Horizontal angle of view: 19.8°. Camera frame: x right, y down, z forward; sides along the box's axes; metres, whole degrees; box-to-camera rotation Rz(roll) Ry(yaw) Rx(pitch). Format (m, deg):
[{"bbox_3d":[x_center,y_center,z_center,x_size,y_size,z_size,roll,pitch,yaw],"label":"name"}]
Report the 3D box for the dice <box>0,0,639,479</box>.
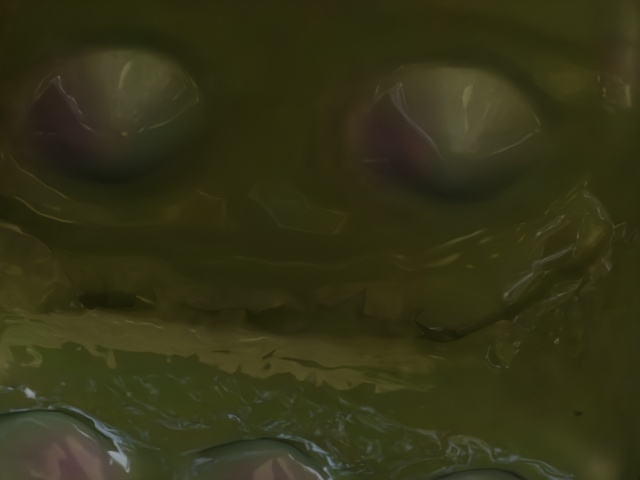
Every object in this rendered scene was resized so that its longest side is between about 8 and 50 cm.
[{"bbox_3d":[0.000,0.000,0.683,0.252,0.249,0.254,6,-34,8],"label":"dice"}]
